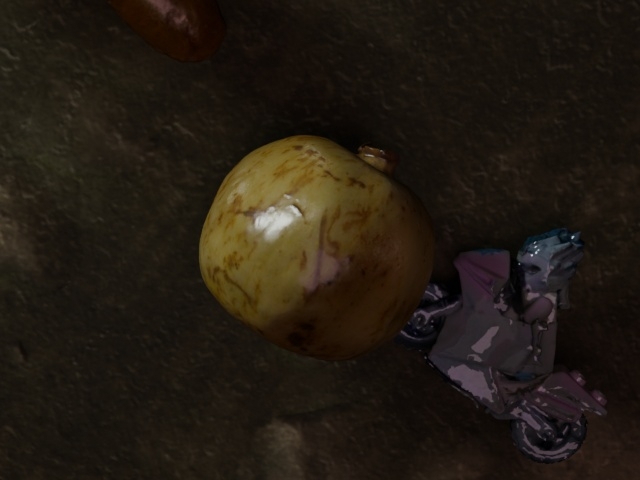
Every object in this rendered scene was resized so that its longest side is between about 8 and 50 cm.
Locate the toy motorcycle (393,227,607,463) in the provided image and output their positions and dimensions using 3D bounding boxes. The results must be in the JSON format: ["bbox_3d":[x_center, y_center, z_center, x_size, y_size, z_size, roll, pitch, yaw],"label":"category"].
[{"bbox_3d":[0.203,0.083,1.674,0.239,0.108,0.204,38,102,-20],"label":"toy motorcycle"}]

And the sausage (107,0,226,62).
[{"bbox_3d":[-0.171,-0.289,1.492,0.103,0.076,0.302,-19,113,1],"label":"sausage"}]

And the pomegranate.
[{"bbox_3d":[0.000,0.000,1.574,0.215,0.215,0.215,-3,112,-6],"label":"pomegranate"}]
